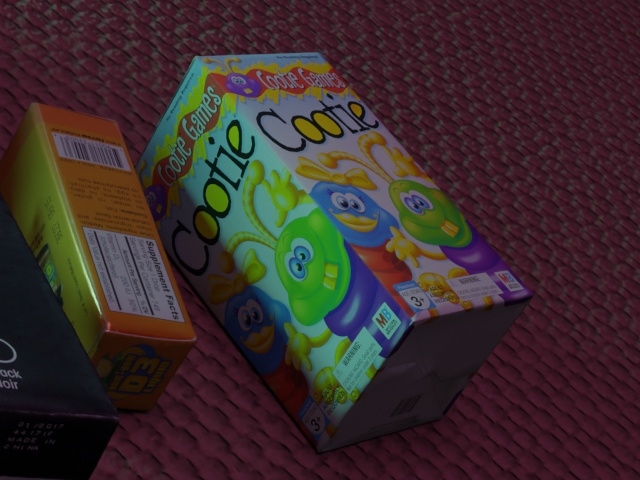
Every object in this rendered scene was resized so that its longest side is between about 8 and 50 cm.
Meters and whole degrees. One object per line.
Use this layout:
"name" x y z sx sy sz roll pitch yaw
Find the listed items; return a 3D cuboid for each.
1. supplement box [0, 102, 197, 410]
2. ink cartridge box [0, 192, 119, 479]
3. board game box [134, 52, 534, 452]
"supplement box" -0.162 0.009 1.174 0.080 0.078 0.233 13 37 -33
"ink cartridge box" -0.248 0.008 0.937 0.165 0.065 0.333 9 30 -38
"board game box" 0.000 0.000 1.261 0.144 0.142 0.275 -9 51 -47
